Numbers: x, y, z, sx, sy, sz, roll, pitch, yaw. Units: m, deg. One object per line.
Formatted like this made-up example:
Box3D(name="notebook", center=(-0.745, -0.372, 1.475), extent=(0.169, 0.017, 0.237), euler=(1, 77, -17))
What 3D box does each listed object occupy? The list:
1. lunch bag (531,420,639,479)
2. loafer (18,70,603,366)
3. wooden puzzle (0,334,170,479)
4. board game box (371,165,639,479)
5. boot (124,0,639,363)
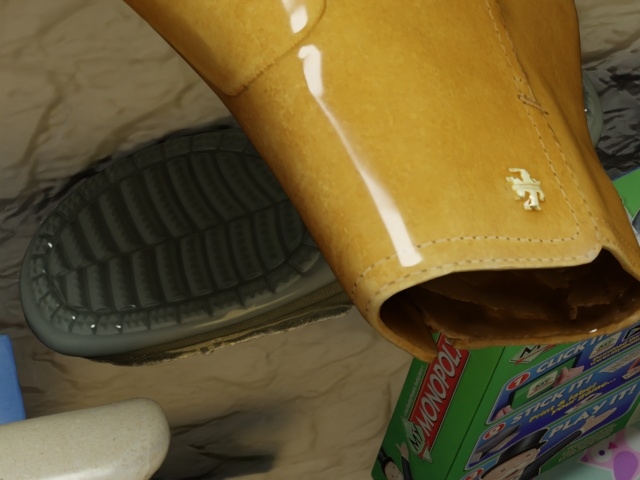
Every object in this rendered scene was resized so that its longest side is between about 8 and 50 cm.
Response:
Box3D(name="lunch bag", center=(0.154, 0.213, 1.081), extent=(0.160, 0.223, 0.262), euler=(-17, 152, -4))
Box3D(name="loafer", center=(0.000, 0.000, 0.756), extent=(0.251, 0.094, 0.087), euler=(-17, 147, -2))
Box3D(name="wooden puzzle", center=(-0.249, 0.110, 0.772), extent=(0.322, 0.081, 0.348), euler=(-9, 170, -17))
Box3D(name="board game box", center=(0.181, 0.015, 0.854), extent=(0.317, 0.046, 0.213), euler=(-25, 154, -22))
Box3D(name="boot", center=(-0.017, -0.076, 0.491), extent=(0.295, 0.211, 0.104), euler=(15, 136, -45))
